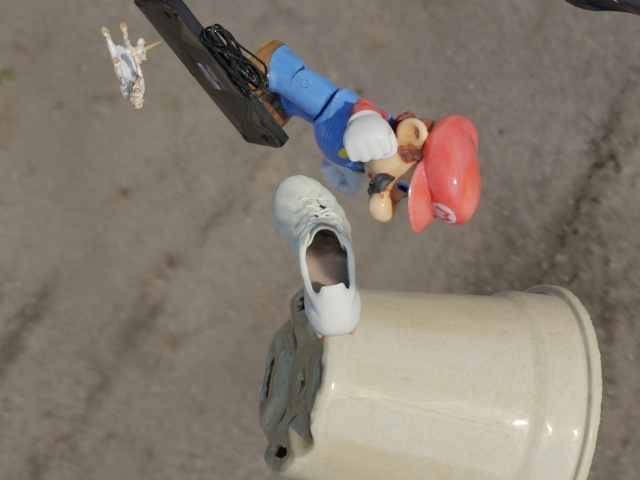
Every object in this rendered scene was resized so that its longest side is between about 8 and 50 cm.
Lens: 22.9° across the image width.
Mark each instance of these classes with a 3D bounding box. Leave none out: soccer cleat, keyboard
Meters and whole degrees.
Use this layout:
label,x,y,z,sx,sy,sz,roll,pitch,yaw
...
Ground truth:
label,x,y,z,sx,sy,sz,roll,pitch,yaw
soccer cleat,0.000,0.000,1.405,0.068,0.076,0.196,-10,46,-7
keyboard,-0.084,-0.160,1.437,0.100,0.192,0.038,17,63,51

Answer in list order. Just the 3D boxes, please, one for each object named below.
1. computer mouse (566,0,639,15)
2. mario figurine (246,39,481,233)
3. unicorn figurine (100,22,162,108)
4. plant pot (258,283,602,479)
label,x,y,z,sx,sy,sz,roll,pitch,yaw
computer mouse,0.417,-0.347,1.924,0.184,0.060,0.262,-47,40,-13
mario figurine,0.036,-0.097,1.788,0.320,0.198,0.170,31,117,28
unicorn figurine,-0.262,-0.245,2.160,0.060,0.111,0.162,-4,56,6
plant pot,0.105,0.186,1.813,0.334,0.305,0.334,-168,90,-72
